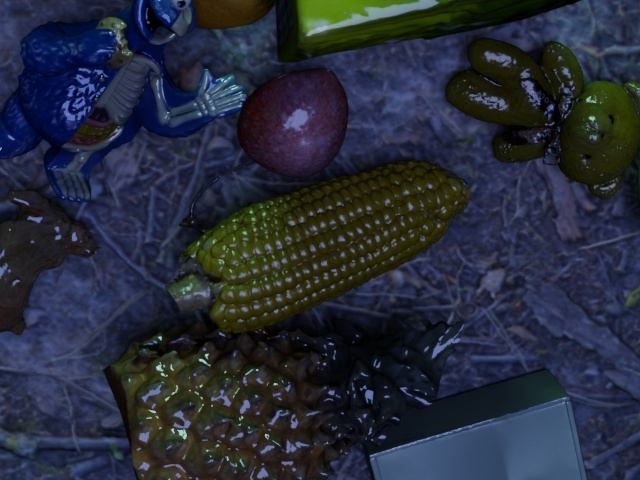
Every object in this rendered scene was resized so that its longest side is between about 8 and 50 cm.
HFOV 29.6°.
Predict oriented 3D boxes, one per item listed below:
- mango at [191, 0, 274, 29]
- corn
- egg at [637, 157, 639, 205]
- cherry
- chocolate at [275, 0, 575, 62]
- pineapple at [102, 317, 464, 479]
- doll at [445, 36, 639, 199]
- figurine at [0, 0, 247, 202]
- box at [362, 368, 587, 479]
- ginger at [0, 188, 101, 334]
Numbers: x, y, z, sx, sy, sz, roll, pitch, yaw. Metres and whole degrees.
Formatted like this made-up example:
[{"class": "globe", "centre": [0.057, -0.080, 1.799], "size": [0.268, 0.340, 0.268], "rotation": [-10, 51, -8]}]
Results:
[{"class": "mango", "centre": [-0.120, -0.257, 1.117], "size": [0.105, 0.084, 0.159], "rotation": [-46, 74, 1]}, {"class": "corn", "centre": [0.000, 0.000, 1.198], "size": [0.322, 0.119, 0.119], "rotation": [-24, 110, -21]}, {"class": "egg", "centre": [0.401, -0.071, 1.236], "size": [0.149, 0.149, 0.192], "rotation": [9, 105, -10]}, {"class": "cherry", "centre": [-0.049, -0.082, 1.214], "size": [0.107, 0.090, 0.225], "rotation": [16, 125, -33]}, {"class": "chocolate", "centre": [0.098, -0.251, 1.068], "size": [0.289, 0.301, 0.137], "rotation": [-13, 96, -4]}, {"class": "pineapple", "centre": [-0.024, 0.163, 1.225], "size": [0.358, 0.223, 0.222], "rotation": [-17, 109, -9]}, {"class": "doll", "centre": [0.232, -0.128, 1.227], "size": [0.210, 0.097, 0.137], "rotation": [20, 109, -8]}, {"class": "figurine", "centre": [-0.200, -0.154, 1.128], "size": [0.262, 0.120, 0.164], "rotation": [-28, 129, 26]}, {"class": "box", "centre": [0.167, 0.241, 1.334], "size": [0.225, 0.086, 0.129], "rotation": [-15, 108, -3]}, {"class": "ginger", "centre": [-0.361, 0.066, 1.220], "size": [0.290, 0.084, 0.122], "rotation": [-41, 130, 2]}]
